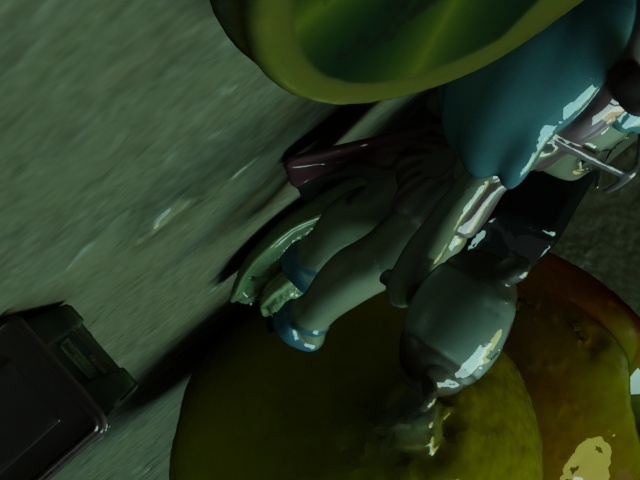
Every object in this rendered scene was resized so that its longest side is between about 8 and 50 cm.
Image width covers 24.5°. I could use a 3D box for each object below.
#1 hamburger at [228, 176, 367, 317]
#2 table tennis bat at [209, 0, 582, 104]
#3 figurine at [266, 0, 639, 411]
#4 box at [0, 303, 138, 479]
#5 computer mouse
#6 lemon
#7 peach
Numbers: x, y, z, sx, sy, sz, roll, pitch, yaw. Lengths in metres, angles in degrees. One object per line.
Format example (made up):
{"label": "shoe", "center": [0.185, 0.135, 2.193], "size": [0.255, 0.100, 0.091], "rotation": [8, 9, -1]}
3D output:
{"label": "hamburger", "center": [0.002, 0.003, 0.845], "size": [0.121, 0.054, 0.084], "rotation": [-30, 173, -10]}
{"label": "table tennis bat", "center": [0.086, -0.110, 0.445], "size": [0.198, 0.050, 0.321], "rotation": [-43, 159, 21]}
{"label": "figurine", "center": [0.050, -0.023, 0.653], "size": [0.260, 0.103, 0.205], "rotation": [-40, -161, 40]}
{"label": "box", "center": [-0.125, 0.071, 0.608], "size": [0.084, 0.060, 0.063], "rotation": [-42, 180, 15]}
{"label": "computer mouse", "center": [0.120, -0.055, 0.866], "size": [0.264, 0.088, 0.147], "rotation": [-56, 180, -29]}
{"label": "lemon", "center": [0.024, 0.157, 1.050], "size": [0.293, 0.293, 0.293], "rotation": [-38, 173, -6]}
{"label": "peach", "center": [0.130, 0.167, 1.330], "size": [0.372, 0.372, 0.290], "rotation": [-48, -166, 52]}
